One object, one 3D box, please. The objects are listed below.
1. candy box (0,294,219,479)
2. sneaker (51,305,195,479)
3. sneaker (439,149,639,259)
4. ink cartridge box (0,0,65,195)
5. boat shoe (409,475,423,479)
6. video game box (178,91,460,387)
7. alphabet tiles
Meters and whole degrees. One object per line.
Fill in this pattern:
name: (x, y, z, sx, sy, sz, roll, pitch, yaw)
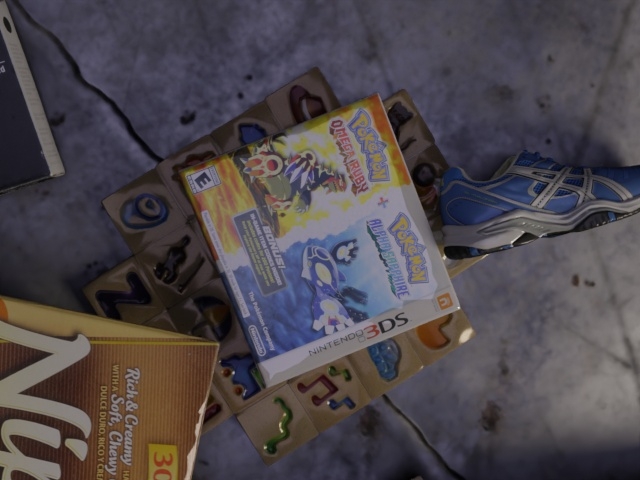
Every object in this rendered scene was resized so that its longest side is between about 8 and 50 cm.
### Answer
candy box: (-0.245, 0.127, 0.640, 0.316, 0.087, 0.183, 15, 81, -25)
sneaker: (-0.213, 0.207, 0.785, 0.162, 0.106, 0.281, -32, 96, 2)
sneaker: (0.204, -0.043, 0.808, 0.211, 0.080, 0.081, -13, 86, -12)
ink cartridge box: (-0.351, -0.122, 0.781, 0.206, 0.045, 0.208, -18, 94, -1)
boat shoe: (0.152, 0.324, 0.827, 0.088, 0.096, 0.267, -44, 87, 4)
video game box: (0.000, 0.000, 0.803, 0.187, 0.048, 0.205, -23, 95, -5)
alphabet tiles: (-0.026, 0.025, 0.832, 0.342, 0.011, 0.285, -32, 95, -1)
